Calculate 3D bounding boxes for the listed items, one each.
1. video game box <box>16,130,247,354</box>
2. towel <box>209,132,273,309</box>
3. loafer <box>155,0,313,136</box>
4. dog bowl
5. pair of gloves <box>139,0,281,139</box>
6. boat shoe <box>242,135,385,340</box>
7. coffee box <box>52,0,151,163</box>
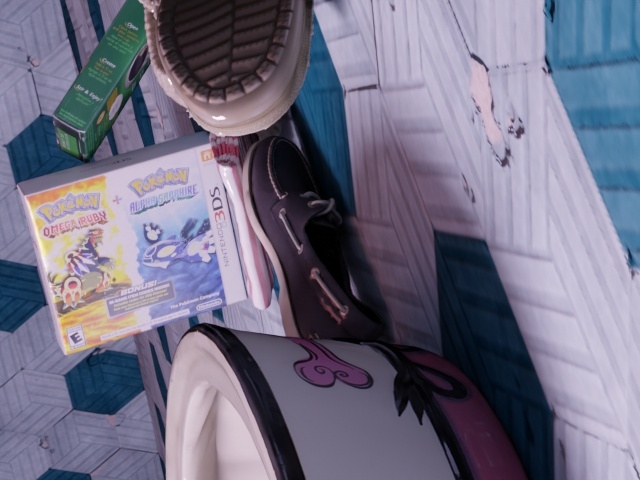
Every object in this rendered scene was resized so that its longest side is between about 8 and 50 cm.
[{"bbox_3d":[-0.190,0.002,1.743,0.048,0.205,0.187,-136,32,-63],"label":"video game box"},{"bbox_3d":[-0.066,-0.055,1.349,0.197,0.029,0.144,-96,-7,-53],"label":"towel"},{"bbox_3d":[-0.050,-0.153,1.108,0.268,0.102,0.092,-97,-15,-47],"label":"loafer"},{"bbox_3d":[0.022,0.242,1.008,0.408,0.150,0.407,173,90,-75],"label":"dog bowl"},{"bbox_3d":[-0.104,-0.195,1.244,0.204,0.042,0.240,24,-132,-68],"label":"pair of gloves"},{"bbox_3d":[0.000,0.000,1.208,0.065,0.075,0.206,-39,50,31],"label":"boat shoe"},{"bbox_3d":[-0.205,-0.174,1.698,0.040,0.184,0.113,30,166,2],"label":"coffee box"}]
